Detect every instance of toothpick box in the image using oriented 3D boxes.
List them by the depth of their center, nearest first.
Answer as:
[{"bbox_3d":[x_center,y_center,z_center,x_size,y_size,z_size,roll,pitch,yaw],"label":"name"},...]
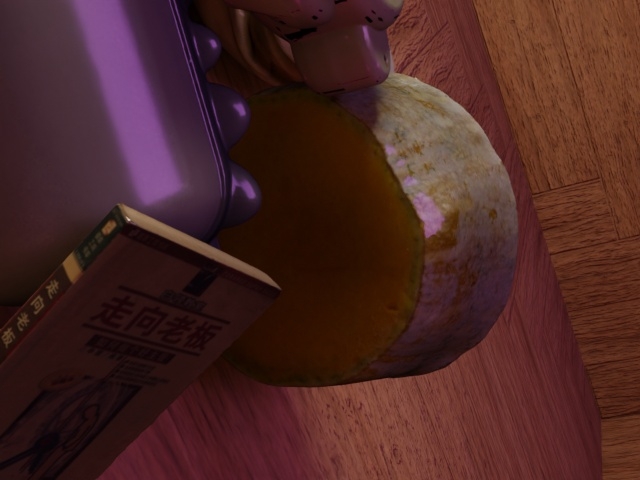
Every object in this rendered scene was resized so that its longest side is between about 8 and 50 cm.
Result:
[{"bbox_3d":[-0.170,-0.096,0.545,0.229,0.229,0.316,-34,108,-65],"label":"toothpick box"}]

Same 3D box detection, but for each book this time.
[{"bbox_3d":[-0.147,0.087,0.516,0.026,0.231,0.161,50,10,31],"label":"book"}]

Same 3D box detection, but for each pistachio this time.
[{"bbox_3d":[-0.047,-0.295,0.980,0.318,0.193,0.214,51,42,-59],"label":"pistachio"}]

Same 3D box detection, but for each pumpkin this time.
[{"bbox_3d":[0.000,0.000,0.791,0.199,0.332,0.332,-15,90,-53],"label":"pumpkin"}]

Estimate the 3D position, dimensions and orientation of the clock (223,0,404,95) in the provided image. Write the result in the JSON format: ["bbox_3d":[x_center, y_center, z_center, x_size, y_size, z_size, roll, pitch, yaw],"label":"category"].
[{"bbox_3d":[-0.025,-0.284,0.607,0.309,0.114,0.284,55,30,-50],"label":"clock"}]

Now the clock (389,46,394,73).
[{"bbox_3d":[0.050,-0.325,1.357,0.230,0.083,0.230,45,36,-47],"label":"clock"}]
